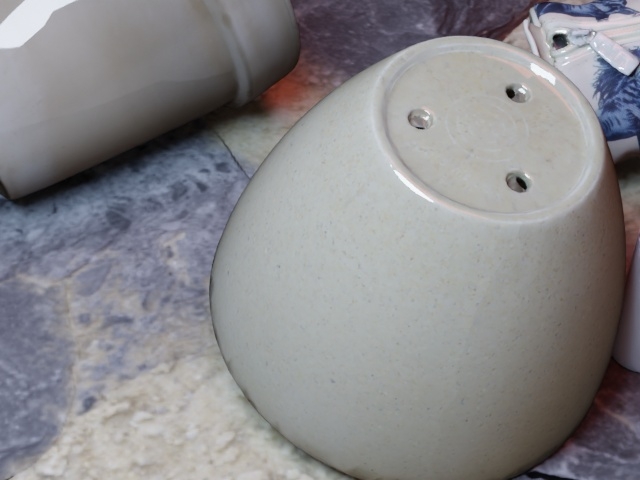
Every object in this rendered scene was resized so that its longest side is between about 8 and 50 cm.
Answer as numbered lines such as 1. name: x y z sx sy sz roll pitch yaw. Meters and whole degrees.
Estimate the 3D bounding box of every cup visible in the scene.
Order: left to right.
1. cup: 0.095 -0.012 1.039 0.331 0.237 0.331 6 54 -9

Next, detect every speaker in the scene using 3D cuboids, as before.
1. speaker: 0.267 0.043 1.102 0.055 0.136 0.055 1 46 -1

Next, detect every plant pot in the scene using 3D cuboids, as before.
1. plant pot: -0.226 -0.195 1.231 0.280 0.323 0.323 -40 58 -13

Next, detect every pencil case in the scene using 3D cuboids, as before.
1. pencil case: 0.386 -0.180 1.208 0.410 0.183 0.160 -15 80 15
